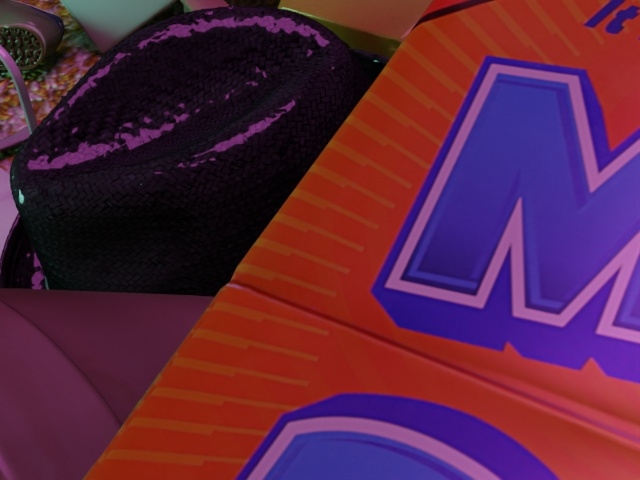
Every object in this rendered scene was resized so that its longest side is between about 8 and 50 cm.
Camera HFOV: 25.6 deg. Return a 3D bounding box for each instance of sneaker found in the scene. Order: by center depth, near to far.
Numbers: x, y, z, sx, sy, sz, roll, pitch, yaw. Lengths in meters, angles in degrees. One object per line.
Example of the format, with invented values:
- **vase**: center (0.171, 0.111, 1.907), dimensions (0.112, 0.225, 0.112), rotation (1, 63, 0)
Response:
- **sneaker**: center (-0.353, -0.216, 1.457), dimensions (0.192, 0.064, 0.086), rotation (8, 27, 16)

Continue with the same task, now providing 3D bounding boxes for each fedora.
- **fedora**: center (-0.076, -0.046, 0.909), dimensions (0.334, 0.152, 0.334), rotation (-9, 51, 11)

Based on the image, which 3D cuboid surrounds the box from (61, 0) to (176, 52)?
- **box**: center (-0.111, -0.370, 1.412), dimensions (0.345, 0.168, 0.215), rotation (-28, 15, 36)

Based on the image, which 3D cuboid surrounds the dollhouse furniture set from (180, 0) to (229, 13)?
- **dollhouse furniture set**: center (-0.145, -0.134, 1.194), dimensions (0.101, 0.182, 0.161), rotation (-16, 36, -19)

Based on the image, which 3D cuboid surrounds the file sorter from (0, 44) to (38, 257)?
- **file sorter**: center (-0.359, -0.033, 1.039), dimensions (0.277, 0.173, 0.193), rotation (-35, 45, -28)

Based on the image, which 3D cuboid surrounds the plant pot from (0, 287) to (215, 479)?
- **plant pot**: center (-0.108, 0.151, 0.688), dimensions (0.323, 0.323, 0.280), rotation (22, 25, 34)

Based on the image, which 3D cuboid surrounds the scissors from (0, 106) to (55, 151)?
- **scissors**: center (-0.240, -0.109, 1.312), dimensions (0.109, 0.021, 0.297), rotation (20, 38, 28)

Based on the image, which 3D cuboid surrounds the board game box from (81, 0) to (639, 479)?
- **board game box**: center (0.161, 0.166, 0.455), dimensions (0.356, 0.356, 0.356), rotation (20, 63, 31)

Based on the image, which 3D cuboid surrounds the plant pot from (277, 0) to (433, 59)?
- **plant pot**: center (0.082, -0.181, 1.246), dimensions (0.212, 0.212, 0.187), rotation (21, 52, 33)
